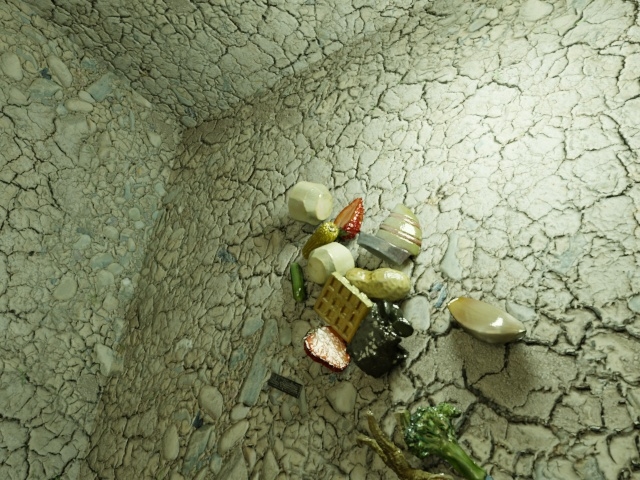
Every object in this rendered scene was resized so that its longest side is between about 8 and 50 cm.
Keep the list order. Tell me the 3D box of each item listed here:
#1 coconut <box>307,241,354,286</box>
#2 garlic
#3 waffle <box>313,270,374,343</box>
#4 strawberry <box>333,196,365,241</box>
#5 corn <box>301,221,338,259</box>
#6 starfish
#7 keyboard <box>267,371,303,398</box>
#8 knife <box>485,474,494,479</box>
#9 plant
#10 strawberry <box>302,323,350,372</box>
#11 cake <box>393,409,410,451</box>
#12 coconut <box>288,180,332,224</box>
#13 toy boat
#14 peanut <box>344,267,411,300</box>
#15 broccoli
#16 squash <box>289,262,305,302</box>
[{"bbox_3d":[0.057,0.110,2.030,0.202,0.222,0.202,17,114,45],"label":"coconut"},{"bbox_3d":[0.575,0.288,1.567,0.143,0.112,0.318,-36,35,-16],"label":"garlic"},{"bbox_3d":[0.095,0.287,1.884,0.248,0.055,0.221,40,120,28],"label":"waffle"},{"bbox_3d":[0.146,-0.099,2.166,0.174,0.098,0.228,-12,45,51],"label":"strawberry"},{"bbox_3d":[0.000,0.000,2.141,0.310,0.102,0.101,133,147,-55],"label":"corn"},{"bbox_3d":[0.257,0.717,1.441,0.432,0.323,0.082,25,58,41],"label":"starfish"},{"bbox_3d":[-0.163,0.657,1.993,0.198,0.010,0.063,7,67,41],"label":"keyboard"},{"bbox_3d":[0.579,0.798,1.313,0.044,0.019,0.313,-48,44,-7],"label":"knife"},{"bbox_3d":[0.243,0.389,1.716,0.276,0.188,0.199,-52,42,3],"label":"plant"},{"bbox_3d":[0.025,0.482,1.882,0.236,0.190,0.111,48,138,34],"label":"strawberry"},{"bbox_3d":[0.311,0.686,1.589,0.051,0.055,0.139,-23,69,24],"label":"cake"},{"bbox_3d":[-0.058,-0.199,2.299,0.241,0.241,0.241,-20,53,28],"label":"coconut"},{"bbox_3d":[0.332,-0.020,1.963,0.293,0.111,0.276,-40,52,-3],"label":"toy boat"},{"bbox_3d":[0.237,0.183,1.876,0.306,0.147,0.146,-2,62,38],"label":"peanut"},{"bbox_3d":[0.424,0.651,1.447,0.275,0.177,0.198,17,63,22],"label":"broccoli"},{"bbox_3d":[-0.116,0.209,2.199,0.066,0.066,0.228,-30,47,20],"label":"squash"}]
